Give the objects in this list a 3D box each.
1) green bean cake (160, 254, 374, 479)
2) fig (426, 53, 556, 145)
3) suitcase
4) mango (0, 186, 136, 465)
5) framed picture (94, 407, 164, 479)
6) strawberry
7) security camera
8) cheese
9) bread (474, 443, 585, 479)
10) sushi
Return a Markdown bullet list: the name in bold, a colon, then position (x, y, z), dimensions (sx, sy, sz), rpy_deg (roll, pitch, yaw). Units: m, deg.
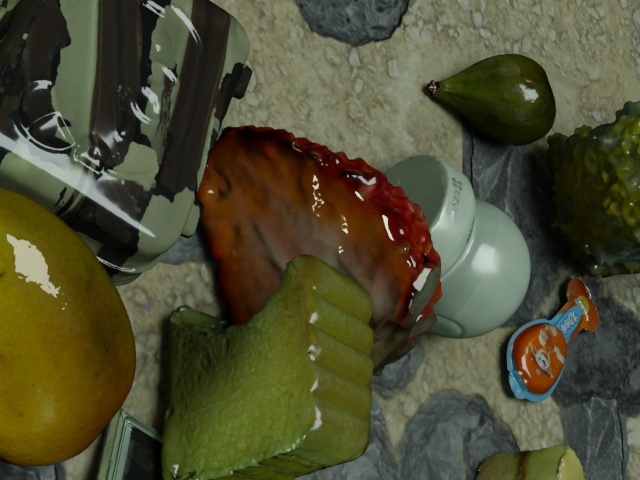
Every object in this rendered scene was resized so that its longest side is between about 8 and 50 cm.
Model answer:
- **green bean cake**: position (-0.055, 0.153, 1.547), dimensions (0.124, 0.236, 0.233), rpy_deg (27, 51, -42)
- **fig**: position (0.255, -0.206, 2.035), dimensions (0.184, 0.126, 0.133), rpy_deg (4, 87, -45)
- **suitcase**: position (-0.272, -0.157, 1.502), dimensions (0.339, 0.194, 0.352), rpy_deg (31, 56, -23)
- **mango**: position (-0.302, 0.075, 1.370), dimensions (0.173, 0.211, 0.317), rpy_deg (-97, 163, -62)
- **framed picture**: position (-0.128, 0.333, 1.539), dimensions (0.296, 0.019, 0.232), rpy_deg (36, 38, -28)
- **strawberry**: position (0.000, 0.000, 1.679), dimensions (0.336, 0.265, 0.149), rpy_deg (49, 28, 11)
- **security camera**: position (0.171, 0.022, 1.842), dimensions (0.236, 0.194, 0.195), rpy_deg (35, 56, -32)
- **cheese**: position (0.336, 0.144, 2.050), dimensions (0.256, 0.037, 0.106), rpy_deg (-41, 106, -41)
- **bread**: position (0.325, 0.403, 1.871), dimensions (0.264, 0.163, 0.168), rpy_deg (38, 53, -27)
- **sushi**: position (0.545, -0.090, 2.095), dimensions (0.396, 0.351, 0.240), rpy_deg (-2, 78, -43)
